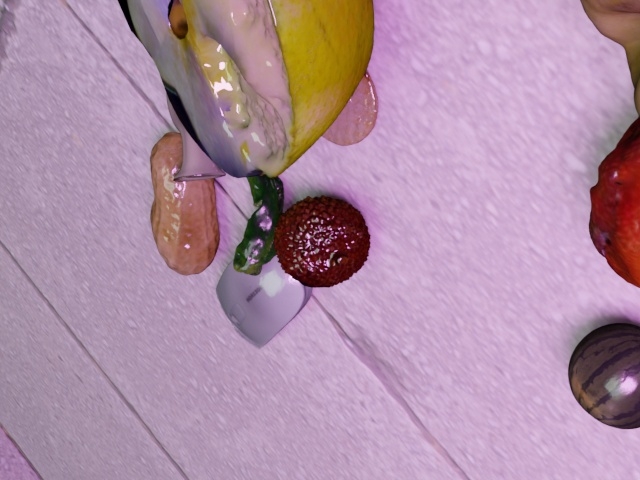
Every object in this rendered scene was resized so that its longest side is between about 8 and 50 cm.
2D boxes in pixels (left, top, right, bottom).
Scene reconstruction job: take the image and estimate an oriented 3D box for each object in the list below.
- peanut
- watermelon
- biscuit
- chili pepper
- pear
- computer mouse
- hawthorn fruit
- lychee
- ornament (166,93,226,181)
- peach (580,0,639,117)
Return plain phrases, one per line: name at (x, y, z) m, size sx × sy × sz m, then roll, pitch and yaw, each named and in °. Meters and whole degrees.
peanut at (-0.206, -0.052, 1.100) m, size 0.108 × 0.095 × 0.226 m, roll 22°, pitch 125°, yaw 35°
watermelon at (0.317, 0.130, 0.760) m, size 0.105 × 0.105 × 0.133 m, roll 41°, pitch 121°, yaw 14°
biscuit at (0.020, -0.171, 0.899) m, size 0.120 × 0.015 × 0.120 m, roll 20°, pitch 126°, yaw 31°
chili pepper at (-0.086, -0.044, 1.004) m, size 0.073 × 0.050 × 0.182 m, roll -4°, pitch 85°, yaw 13°
pear at (-0.078, -0.273, 0.788) m, size 0.399 × 0.165 × 0.399 m, roll 45°, pitch 152°, yaw 33°
computer mouse at (-0.096, 0.085, 1.103) m, size 0.128 × 0.079 × 0.231 m, roll 50°, pitch 138°, yaw 9°
hawthorn fruit at (0.320, -0.026, 0.629) m, size 0.179 × 0.173 × 0.173 m, roll 43°, pitch 134°, yaw 14°
lychee at (-0.003, -0.001, 0.945) m, size 0.129 × 0.123 × 0.123 m, roll 32°, pitch 131°, yaw 34°
ornament at (-0.171, -0.161, 1.007) m, size 0.081 × 0.075 × 0.156 m, roll 178°, pitch 86°, yaw -80°
peach at (0.321, -0.184, 0.473) m, size 0.292 × 0.292 × 0.247 m, roll 34°, pitch 173°, yaw 21°
